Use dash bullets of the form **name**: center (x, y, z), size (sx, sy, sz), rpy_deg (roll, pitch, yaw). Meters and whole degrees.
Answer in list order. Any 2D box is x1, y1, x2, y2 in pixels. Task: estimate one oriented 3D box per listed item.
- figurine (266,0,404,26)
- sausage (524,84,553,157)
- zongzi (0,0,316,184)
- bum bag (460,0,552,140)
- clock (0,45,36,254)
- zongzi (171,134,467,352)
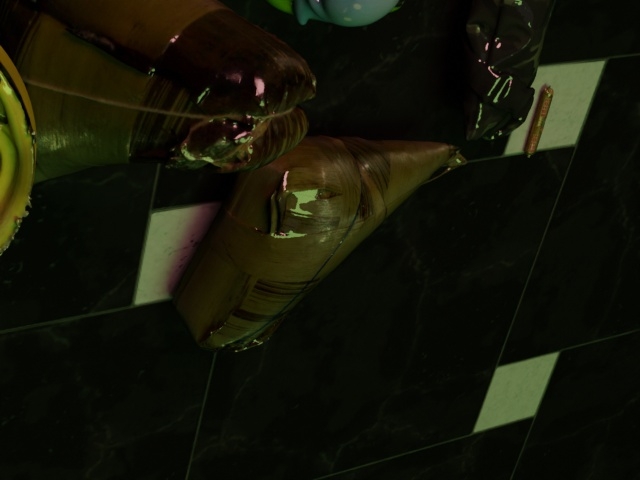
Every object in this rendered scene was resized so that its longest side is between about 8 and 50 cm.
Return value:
- **figurine**: center (-0.027, -0.278, 1.349), size (0.263, 0.143, 0.162), rpy_deg (6, 113, -24)
- **sausage**: center (0.263, -0.142, 1.794), size (0.015, 0.015, 0.100), rpy_deg (-12, 131, -33)
- **zongzi**: center (-0.175, -0.083, 1.280), size (0.154, 0.289, 0.317), rpy_deg (-26, 147, -52)
- **bum bag**: center (0.201, -0.245, 1.586), size (0.144, 0.095, 0.340), rpy_deg (-45, 152, -46)
- **clock**: center (-0.373, -0.086, 1.206), size (0.293, 0.071, 0.277), rpy_deg (38, 109, -22)
- **zongzi**: center (0.000, 0.000, 1.622), size (0.289, 0.123, 0.260), rpy_deg (-3, 130, -43)
